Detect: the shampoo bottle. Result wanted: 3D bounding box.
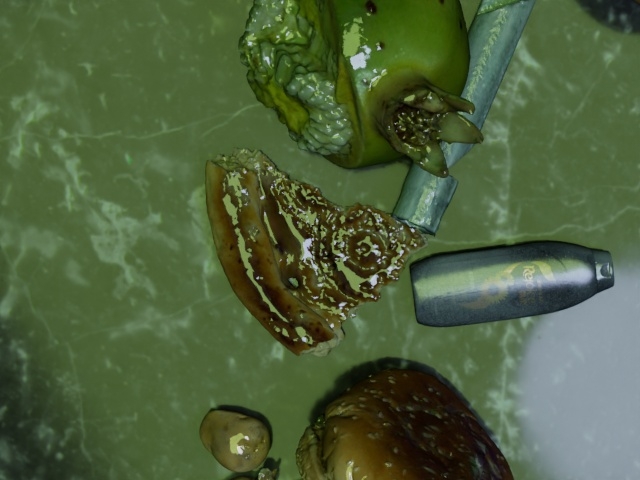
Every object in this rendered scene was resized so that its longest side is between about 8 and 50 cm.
[{"bbox_3d":[0.223,0.049,1.825,0.233,0.049,0.087,-7,98,3],"label":"shampoo bottle"}]

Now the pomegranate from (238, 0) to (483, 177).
[{"bbox_3d":[0.059,-0.192,1.707,0.260,0.260,0.341,-43,51,3],"label":"pomegranate"}]

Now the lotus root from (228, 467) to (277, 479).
[{"bbox_3d":[-0.102,0.323,1.843,0.152,0.063,0.072,-45,80,6],"label":"lotus root"}]

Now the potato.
[{"bbox_3d":[-0.102,0.234,1.845,0.083,0.062,0.068,23,59,26],"label":"potato"}]

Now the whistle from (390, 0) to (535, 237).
[{"bbox_3d":[0.166,-0.157,1.806,0.062,0.062,0.312,23,87,2],"label":"whistle"}]

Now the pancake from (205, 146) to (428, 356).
[{"bbox_3d":[0.000,0.000,1.831,0.244,0.057,0.266,-14,89,2],"label":"pancake"}]

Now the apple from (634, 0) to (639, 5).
[{"bbox_3d":[0.408,-0.378,1.717,0.257,0.257,0.234,45,123,1],"label":"apple"}]

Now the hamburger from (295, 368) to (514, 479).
[{"bbox_3d":[0.099,0.267,1.735,0.243,0.286,0.146,22,127,-23],"label":"hamburger"}]
